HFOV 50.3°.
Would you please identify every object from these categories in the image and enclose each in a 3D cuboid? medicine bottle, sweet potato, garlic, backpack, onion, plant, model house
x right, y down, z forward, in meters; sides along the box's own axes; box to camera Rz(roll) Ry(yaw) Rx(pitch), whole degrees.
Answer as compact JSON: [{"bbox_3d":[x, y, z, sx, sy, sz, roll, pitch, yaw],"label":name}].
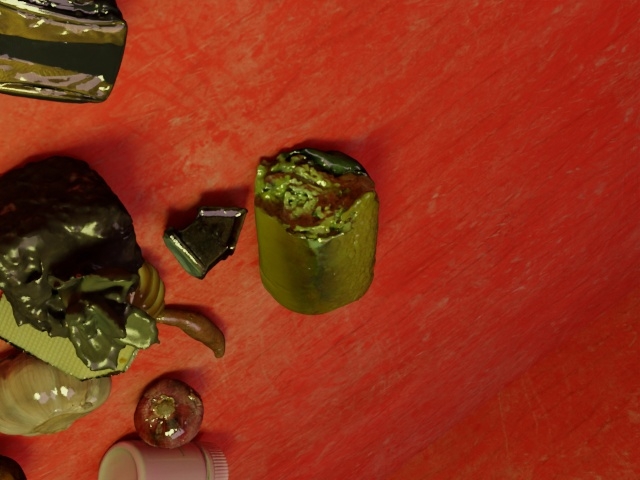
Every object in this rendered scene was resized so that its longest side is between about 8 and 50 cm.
[{"bbox_3d":[-0.388,0.590,1.702,0.178,0.178,0.290,-50,144,16],"label":"medicine bottle"},{"bbox_3d":[-0.269,0.188,1.464,0.078,0.058,0.255,-26,144,18],"label":"sweet potato"},{"bbox_3d":[-0.507,0.271,1.261,0.228,0.152,0.228,-17,153,-9],"label":"garlic"},{"bbox_3d":[-0.377,-0.264,0.816,0.258,0.133,0.206,-2,140,-32],"label":"backpack"},{"bbox_3d":[-0.345,0.408,1.567,0.159,0.159,0.195,-24,154,-19],"label":"onion"},{"bbox_3d":[-0.365,0.041,1.000,0.213,0.312,0.215,-20,144,-19],"label":"plant"},{"bbox_3d":[-0.205,-0.009,1.281,0.152,0.106,0.165,-40,-178,-17],"label":"model house"}]

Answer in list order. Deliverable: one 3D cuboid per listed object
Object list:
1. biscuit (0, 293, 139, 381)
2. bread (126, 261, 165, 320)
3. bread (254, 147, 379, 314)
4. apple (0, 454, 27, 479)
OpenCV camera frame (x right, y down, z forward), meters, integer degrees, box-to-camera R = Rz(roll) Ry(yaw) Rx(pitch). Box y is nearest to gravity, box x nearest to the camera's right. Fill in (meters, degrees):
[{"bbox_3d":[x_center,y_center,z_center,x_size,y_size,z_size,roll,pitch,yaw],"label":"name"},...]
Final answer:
[{"bbox_3d":[-0.425,0.148,1.151,0.147,0.250,0.046,-62,180,19],"label":"biscuit"},{"bbox_3d":[-0.378,0.118,1.253,0.213,0.105,0.213,-24,140,-22],"label":"bread"},{"bbox_3d":[0.000,0.000,1.377,0.251,0.208,0.376,-20,145,-17],"label":"bread"},{"bbox_3d":[-0.688,0.515,1.335,0.230,0.230,0.230,-23,142,-20],"label":"apple"}]
